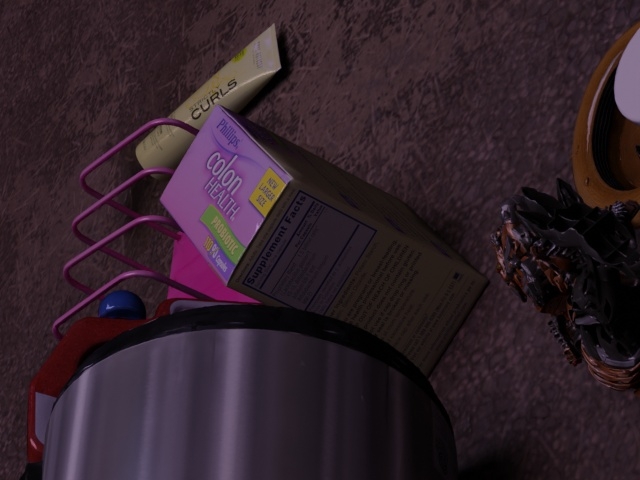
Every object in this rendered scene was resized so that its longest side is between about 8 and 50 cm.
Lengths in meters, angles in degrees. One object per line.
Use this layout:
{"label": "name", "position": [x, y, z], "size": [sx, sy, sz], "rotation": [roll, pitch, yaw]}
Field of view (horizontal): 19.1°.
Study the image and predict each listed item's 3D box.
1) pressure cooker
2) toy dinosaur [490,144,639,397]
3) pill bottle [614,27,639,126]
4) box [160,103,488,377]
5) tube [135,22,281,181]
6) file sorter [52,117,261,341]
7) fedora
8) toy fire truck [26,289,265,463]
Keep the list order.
{"label": "pressure cooker", "position": [-0.064, 0.306, 1.530], "size": [0.375, 0.370, 0.420], "rotation": [-43, 32, 38]}
{"label": "toy dinosaur", "position": [0.253, 0.042, 1.496], "size": [0.322, 0.218, 0.164], "rotation": [23, 46, 30]}
{"label": "pill bottle", "position": [0.330, -0.068, 1.331], "size": [0.146, 0.264, 0.146], "rotation": [-38, 37, 37]}
{"label": "box", "position": [0.000, 0.000, 1.820], "size": [0.117, 0.243, 0.213], "rotation": [-58, 31, 9]}
{"label": "tube", "position": [-0.133, -0.169, 2.359], "size": [0.240, 0.062, 0.070], "rotation": [-40, 77, 27]}
{"label": "file sorter", "position": [-0.177, 0.042, 2.127], "size": [0.202, 0.182, 0.291], "rotation": [-33, 41, 41]}
{"label": "fedora", "position": [0.294, -0.096, 1.598], "size": [0.194, 0.079, 0.194], "rotation": [-32, 50, 47]}
{"label": "toy fire truck", "position": [-0.136, 0.157, 1.874], "size": [0.254, 0.302, 0.169], "rotation": [-97, 14, -46]}
